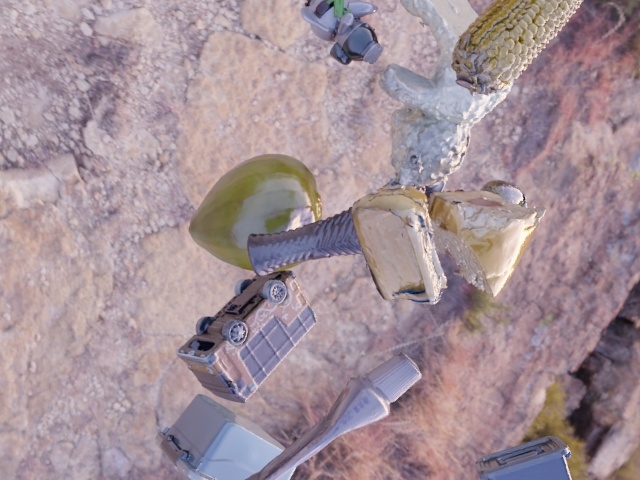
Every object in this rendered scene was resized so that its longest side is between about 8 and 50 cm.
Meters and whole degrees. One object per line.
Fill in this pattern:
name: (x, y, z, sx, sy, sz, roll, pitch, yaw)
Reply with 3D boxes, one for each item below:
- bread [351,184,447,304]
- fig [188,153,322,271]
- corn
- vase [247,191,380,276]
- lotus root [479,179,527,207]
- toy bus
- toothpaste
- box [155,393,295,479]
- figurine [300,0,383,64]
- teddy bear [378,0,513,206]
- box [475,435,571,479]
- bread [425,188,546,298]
bread: (0.070, 0.004, 0.598, 0.053, 0.072, 0.105, -44, 125, -42)
fig: (-0.130, -0.051, 1.348, 0.271, 0.239, 0.239, -9, 120, 1)
corn: (0.314, -0.341, 1.001, 0.318, 0.115, 0.115, -46, 128, -3)
vase: (0.000, 0.000, 1.125, 0.238, 0.115, 0.115, -14, 125, 12)
lotus root: (0.496, -0.120, 1.829, 0.165, 0.088, 0.088, 9, 106, -29)
toy bus: (-0.151, 0.200, 1.431, 0.275, 0.139, 0.167, -45, 117, -33)
toothpaste: (0.008, 0.242, 0.871, 0.282, 0.068, 0.099, -36, 147, 0)
box: (-0.158, 0.373, 1.163, 0.227, 0.162, 0.130, 40, 78, -35)
figurine: (0.042, -0.426, 1.323, 0.126, 0.192, 0.147, -54, 162, 25)
teddy bear: (0.205, -0.298, 1.430, 0.327, 0.375, 0.362, -13, 157, -51)
box: (0.225, 0.256, 0.735, 0.099, 0.074, 0.054, -19, 84, 5)
bread: (0.322, -0.049, 1.352, 0.224, 0.184, 0.211, -49, 140, -14)
